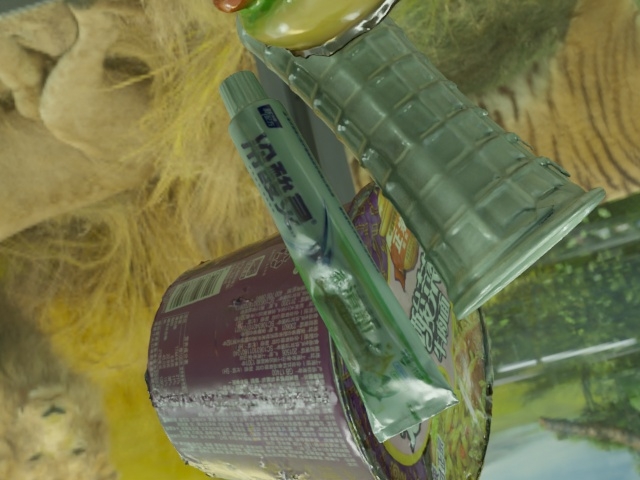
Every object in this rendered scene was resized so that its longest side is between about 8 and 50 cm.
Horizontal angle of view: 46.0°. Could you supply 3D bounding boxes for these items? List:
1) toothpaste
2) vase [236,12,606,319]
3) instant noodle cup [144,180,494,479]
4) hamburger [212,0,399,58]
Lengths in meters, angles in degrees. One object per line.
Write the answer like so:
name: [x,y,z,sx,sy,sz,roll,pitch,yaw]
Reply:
toothpaste: [0.000,0.000,0.554,0.075,0.296,0.048,-39,160,31]
vase: [0.065,-0.098,0.590,0.143,0.299,0.143,-37,166,-11]
instant noodle cup: [-0.001,0.126,0.800,0.266,0.339,0.340,-15,161,32]
hamburger: [-0.016,-0.227,0.394,0.149,0.237,0.237,26,140,-31]
